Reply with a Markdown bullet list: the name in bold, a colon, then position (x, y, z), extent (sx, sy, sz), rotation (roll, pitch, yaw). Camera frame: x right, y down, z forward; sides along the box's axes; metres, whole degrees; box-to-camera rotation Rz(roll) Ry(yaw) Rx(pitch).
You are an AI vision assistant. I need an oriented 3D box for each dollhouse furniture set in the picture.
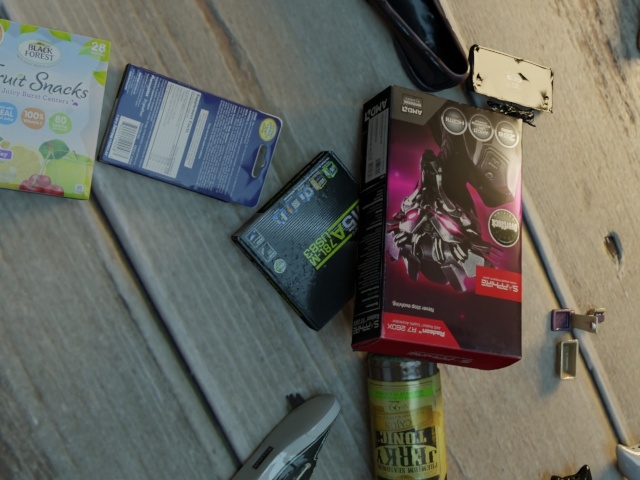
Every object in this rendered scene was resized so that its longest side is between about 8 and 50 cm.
- **dollhouse furniture set**: position (0.427, 0.169, 1.622), extent (0.091, 0.081, 0.114), rotation (0, 94, -22)

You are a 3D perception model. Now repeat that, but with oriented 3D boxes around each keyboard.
- **keyboard**: position (0.282, -0.231, 1.554), extent (0.192, 0.038, 0.100), rotation (8, 84, -38)

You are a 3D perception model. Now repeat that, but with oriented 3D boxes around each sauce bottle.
- **sauce bottle**: position (0.134, 0.326, 1.499), extent (0.111, 0.111, 0.344), rotation (-9, 96, -21)

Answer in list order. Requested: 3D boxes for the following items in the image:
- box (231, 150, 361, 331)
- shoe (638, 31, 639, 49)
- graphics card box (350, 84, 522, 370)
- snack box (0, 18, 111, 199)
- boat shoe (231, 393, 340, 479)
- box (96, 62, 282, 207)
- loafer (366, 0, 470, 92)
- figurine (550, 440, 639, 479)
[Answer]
- **box**: position (0.000, 0.000, 1.459), extent (0.191, 0.045, 0.184), rotation (-44, 105, -14)
- **shoe**: position (0.568, -0.406, 1.652), extent (0.077, 0.058, 0.219), rotation (8, 91, -22)
- **graphics card box**: position (0.170, -0.016, 1.447), extent (0.233, 0.094, 0.370), rotation (11, 71, -23)
- **snack box**: position (-0.368, -0.164, 1.285), extent (0.175, 0.070, 0.207), rotation (7, 89, -22)
- **boat shoe**: position (-0.045, 0.312, 1.449), extent (0.219, 0.078, 0.070), rotation (-45, 114, -10)
- **box**: position (-0.174, -0.137, 1.383), extent (0.225, 0.036, 0.136), rotation (18, 87, -21)
- **loafer**: position (0.125, -0.351, 1.457), extent (0.109, 0.095, 0.302), rotation (-37, 106, -14)
- **figurine**: position (0.485, 0.441, 1.667), extent (0.215, 0.092, 0.209), rotation (-21, 97, -20)
